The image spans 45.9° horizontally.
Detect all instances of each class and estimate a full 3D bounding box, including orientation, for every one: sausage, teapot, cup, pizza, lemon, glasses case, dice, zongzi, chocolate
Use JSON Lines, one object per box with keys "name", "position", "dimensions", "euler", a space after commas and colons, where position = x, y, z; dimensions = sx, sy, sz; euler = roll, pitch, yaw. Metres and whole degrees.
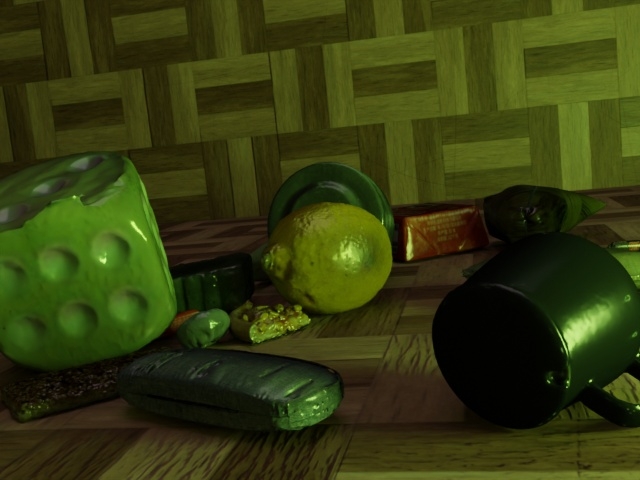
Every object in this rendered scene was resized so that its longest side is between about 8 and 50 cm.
{"name": "sausage", "position": [0.673, 0.007, 1.518], "dimensions": [0.198, 0.028, 0.025], "euler": [-6, 30, 3]}
{"name": "teapot", "position": [0.019, 0.011, 1.528], "dimensions": [0.239, 0.321, 0.239], "euler": [41, 9, 21]}
{"name": "cup", "position": [0.229, 0.099, 0.730], "dimensions": [0.177, 0.169, 0.223], "euler": [-18, 45, -43]}
{"name": "pizza", "position": [-0.082, 0.122, 1.174], "dimensions": [0.131, 0.041, 0.178], "euler": [-3, 8, 6]}
{"name": "lemon", "position": [0.013, 0.029, 1.242], "dimensions": [0.257, 0.188, 0.188], "euler": [-5, 5, -40]}
{"name": "sausage", "position": [-0.236, 0.136, 1.216], "dimensions": [0.034, 0.034, 0.129], "euler": [1, 9, 40]}
{"name": "glasses case", "position": [-0.104, 0.158, 0.817], "dimensions": [0.282, 0.067, 0.109], "euler": [-2, 10, 37]}
{"name": "dice", "position": [-0.365, 0.025, 1.120], "dimensions": [0.252, 0.254, 0.250], "euler": [-17, 25, -9]}
{"name": "zongzi", "position": [0.539, -0.055, 1.704], "dimensions": [0.300, 0.138, 0.286], "euler": [-4, 10, 0]}
{"name": "chocolate", "position": [0.236, -0.023, 1.794], "dimensions": [0.235, 0.108, 0.237], "euler": [-11, 10, -23]}

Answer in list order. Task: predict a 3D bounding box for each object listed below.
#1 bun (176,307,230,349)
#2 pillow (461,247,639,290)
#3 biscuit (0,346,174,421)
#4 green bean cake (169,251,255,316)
{"name": "bun", "position": [-0.170, 0.132, 1.113], "dimensions": [0.083, 0.045, 0.083], "euler": [-23, -15, -7]}
{"name": "pillow", "position": [0.392, 0.054, 1.200], "dimensions": [0.302, 0.074, 0.185], "euler": [-6, 9, -19]}
{"name": "biscuit", "position": [-0.282, 0.177, 0.968], "dimensions": [0.231, 0.025, 0.131], "euler": [-10, 8, -32]}
{"name": "green bean cake", "position": [-0.216, 0.084, 1.357], "dimensions": [0.185, 0.094, 0.183], "euler": [-6, 8, 0]}
